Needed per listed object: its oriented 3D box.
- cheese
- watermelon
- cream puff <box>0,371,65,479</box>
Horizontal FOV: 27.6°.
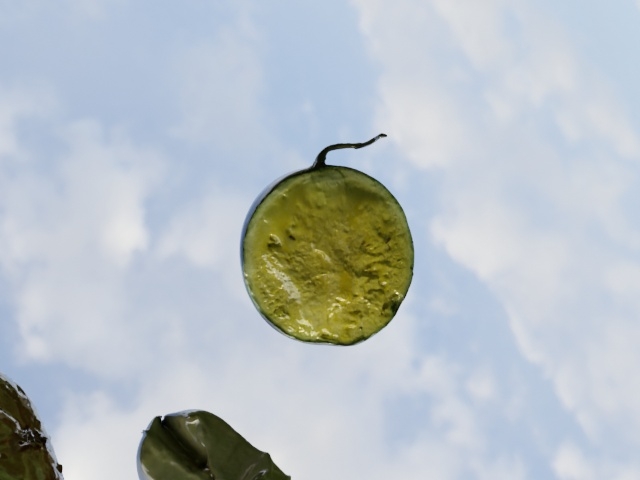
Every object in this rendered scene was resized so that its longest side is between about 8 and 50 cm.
[{"bbox_3d":[-0.094,0.246,1.245,0.202,0.175,0.091,45,-119,-1],"label":"cheese"},{"bbox_3d":[0.000,0.008,1.537,0.127,0.204,0.232,-159,54,-76],"label":"watermelon"},{"bbox_3d":[-0.337,0.212,1.159,0.240,0.164,0.240,43,-146,-39],"label":"cream puff"}]
